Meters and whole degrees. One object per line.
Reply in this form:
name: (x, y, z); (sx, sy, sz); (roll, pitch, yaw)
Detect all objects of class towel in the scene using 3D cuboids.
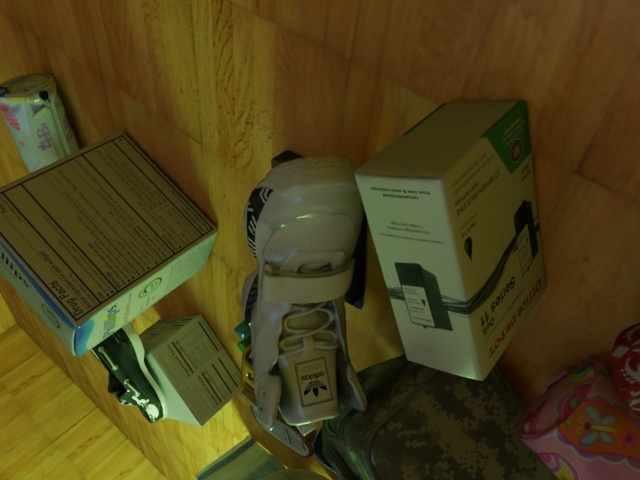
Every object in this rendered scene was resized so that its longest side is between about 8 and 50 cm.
towel: (-0.135, 0.602, 1.343); (0.285, 0.209, 0.034); (34, 115, 24)

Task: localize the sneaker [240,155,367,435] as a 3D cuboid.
sneaker: (-0.009, 0.082, 0.632); (0.366, 0.137, 0.210); (110, 149, -55)

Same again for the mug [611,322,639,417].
mug: (0.332, 0.102, 0.421); (0.150, 0.113, 0.169); (50, 149, 4)

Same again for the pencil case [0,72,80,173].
pencil case: (-0.548, -0.199, 1.137); (0.124, 0.113, 0.273); (11, 132, 18)

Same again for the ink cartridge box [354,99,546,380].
ink cartridge box: (0.130, -0.002, 0.515); (0.087, 0.153, 0.208); (11, 130, 42)

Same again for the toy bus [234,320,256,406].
toy bus: (-0.102, 0.265, 1.065); (0.191, 0.104, 0.202); (-8, 115, 52)

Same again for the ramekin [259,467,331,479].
ramekin: (-0.050, 0.632, 1.179); (0.273, 0.273, 0.127); (35, 122, 22)

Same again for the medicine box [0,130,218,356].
medicine box: (-0.377, -0.003, 0.966); (0.263, 0.289, 0.149); (45, 145, 8)

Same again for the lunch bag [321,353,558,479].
lunch bag: (0.152, 0.301, 0.736); (0.305, 0.212, 0.256); (53, 162, -3)

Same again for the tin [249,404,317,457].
tin: (-0.081, 0.407, 1.236); (0.190, 0.040, 0.106); (21, 140, 36)

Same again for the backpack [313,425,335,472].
backpack: (0.051, 0.340, 0.953); (0.105, 0.114, 0.084); (30, 160, 25)

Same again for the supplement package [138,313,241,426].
supplement package: (-0.334, 0.302, 1.328); (0.262, 0.145, 0.204); (-15, 110, 54)

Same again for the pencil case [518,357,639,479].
pencil case: (0.336, 0.252, 0.550); (0.284, 0.124, 0.124); (43, 145, 10)

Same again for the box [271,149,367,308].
box: (0.000, 0.000, 0.767); (0.136, 0.036, 0.225); (28, 141, 29)

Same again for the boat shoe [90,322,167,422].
boat shoe: (-0.417, 0.293, 1.205); (0.114, 0.091, 0.302); (16, 131, 41)
